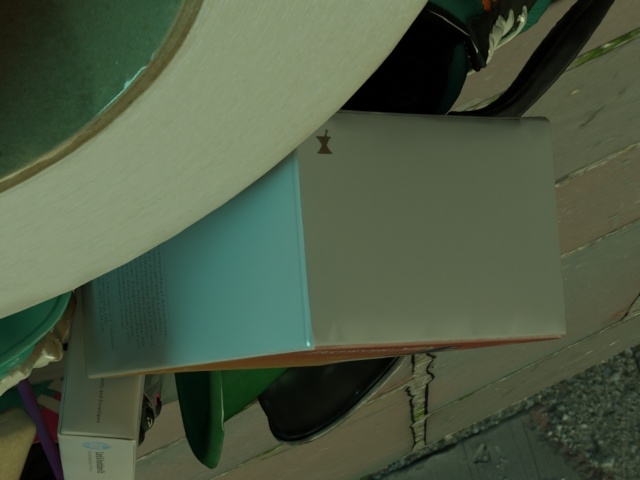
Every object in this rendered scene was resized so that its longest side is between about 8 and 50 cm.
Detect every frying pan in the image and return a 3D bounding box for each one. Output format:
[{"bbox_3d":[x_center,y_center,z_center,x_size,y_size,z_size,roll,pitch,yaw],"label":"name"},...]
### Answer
[{"bbox_3d":[0.062,-0.017,1.065,0.326,0.053,0.197,-49,-163,20],"label":"frying pan"}]

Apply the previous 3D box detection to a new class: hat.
[{"bbox_3d":[0.013,0.010,1.021,0.183,0.209,0.173,-6,-172,-12],"label":"hat"}]

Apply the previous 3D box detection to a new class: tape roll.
[{"bbox_3d":[-0.139,-0.080,0.523,0.392,0.072,0.392,-20,154,-10],"label":"tape roll"}]

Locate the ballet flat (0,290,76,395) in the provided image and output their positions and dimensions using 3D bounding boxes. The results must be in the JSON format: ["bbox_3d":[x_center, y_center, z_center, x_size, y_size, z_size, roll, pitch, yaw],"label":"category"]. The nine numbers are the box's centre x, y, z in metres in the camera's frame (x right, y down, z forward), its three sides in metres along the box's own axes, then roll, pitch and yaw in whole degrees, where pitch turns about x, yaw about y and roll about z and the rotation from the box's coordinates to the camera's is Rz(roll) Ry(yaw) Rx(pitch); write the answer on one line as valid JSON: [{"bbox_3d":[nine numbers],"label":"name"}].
[{"bbox_3d":[-0.308,0.045,0.748,0.408,0.147,0.147,-12,161,-27],"label":"ballet flat"}]

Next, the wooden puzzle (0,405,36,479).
[{"bbox_3d":[-0.302,0.190,0.704,0.347,0.080,0.322,-5,130,-38],"label":"wooden puzzle"}]

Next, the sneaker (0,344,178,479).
[{"bbox_3d":[-0.162,0.163,1.315,0.295,0.178,0.124,-12,160,-47],"label":"sneaker"}]

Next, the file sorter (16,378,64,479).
[{"bbox_3d":[-0.293,0.126,0.930,0.290,0.182,0.202,-27,167,5],"label":"file sorter"}]

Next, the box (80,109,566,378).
[{"bbox_3d":[-0.005,0.005,0.769,0.130,0.091,0.170,0,173,-35],"label":"box"}]

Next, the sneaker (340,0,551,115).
[{"bbox_3d":[0.030,-0.096,0.822,0.108,0.121,0.302,-34,164,29],"label":"sneaker"}]

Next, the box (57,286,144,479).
[{"bbox_3d":[-0.098,0.020,0.898,0.038,0.186,0.145,6,161,-4],"label":"box"}]

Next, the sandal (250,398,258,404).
[{"bbox_3d":[-0.005,-0.003,1.226,0.240,0.088,0.079,-54,-163,22],"label":"sandal"}]
